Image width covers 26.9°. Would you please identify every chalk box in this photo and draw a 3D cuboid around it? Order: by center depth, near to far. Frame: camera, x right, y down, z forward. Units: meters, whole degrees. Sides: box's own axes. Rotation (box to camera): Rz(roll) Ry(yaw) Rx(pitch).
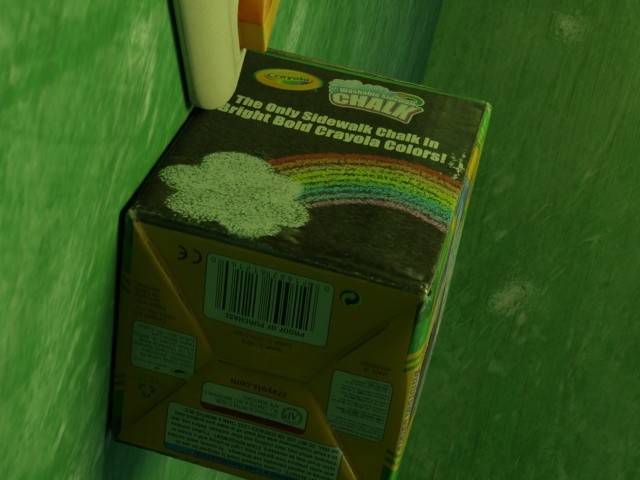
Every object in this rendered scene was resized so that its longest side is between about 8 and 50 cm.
[{"bbox_3d":[0.000,0.000,0.872,0.289,0.180,0.179,-64,166,-54],"label":"chalk box"}]

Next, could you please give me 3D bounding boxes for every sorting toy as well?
[{"bbox_3d":[-0.033,-0.203,0.768,0.193,0.038,0.208,90,16,-64],"label":"sorting toy"}]
